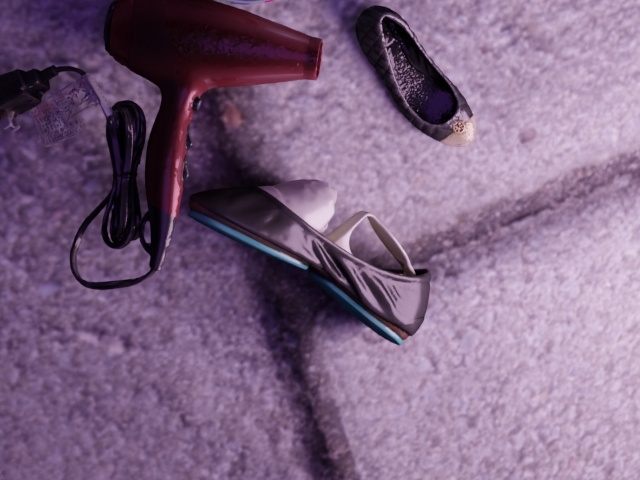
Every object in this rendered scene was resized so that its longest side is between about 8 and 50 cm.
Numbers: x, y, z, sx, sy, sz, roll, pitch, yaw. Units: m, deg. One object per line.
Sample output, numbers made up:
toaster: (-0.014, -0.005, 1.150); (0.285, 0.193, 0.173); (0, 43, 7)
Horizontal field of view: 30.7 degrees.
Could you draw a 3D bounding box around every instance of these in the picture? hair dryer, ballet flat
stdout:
hair dryer: (-0.129, -0.111, 1.034); (0.294, 0.080, 0.223); (-30, 94, 6)
ballet flat: (0.093, -0.152, 1.122); (0.057, 0.049, 0.173); (-43, 112, 0)
ballet flat: (0.000, 0.000, 1.121); (0.280, 0.095, 0.096); (33, 84, -32)

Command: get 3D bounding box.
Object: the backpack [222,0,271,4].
backpack: (-0.067, -0.330, 0.948); (0.225, 0.191, 0.253); (24, 104, -22)
